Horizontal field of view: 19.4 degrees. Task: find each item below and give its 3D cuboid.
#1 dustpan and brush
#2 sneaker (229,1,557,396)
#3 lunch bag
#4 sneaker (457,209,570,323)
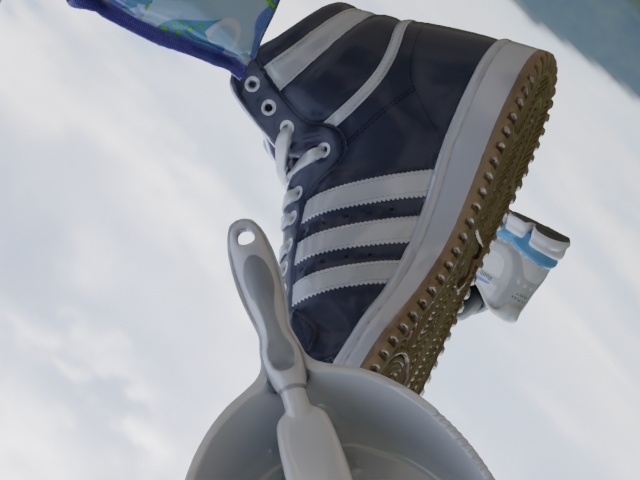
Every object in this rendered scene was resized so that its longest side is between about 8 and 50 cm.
[{"bbox_3d":[-0.006,0.085,0.799,0.060,0.147,0.211,74,178,-53],"label":"dustpan and brush"},{"bbox_3d":[0.000,0.000,0.983,0.153,0.282,0.099,22,162,19],"label":"sneaker"},{"bbox_3d":[-0.056,-0.149,0.787,0.096,0.128,0.151,24,-172,-15],"label":"lunch bag"},{"bbox_3d":[0.088,0.010,1.284,0.071,0.083,0.191,25,179,-29],"label":"sneaker"}]
